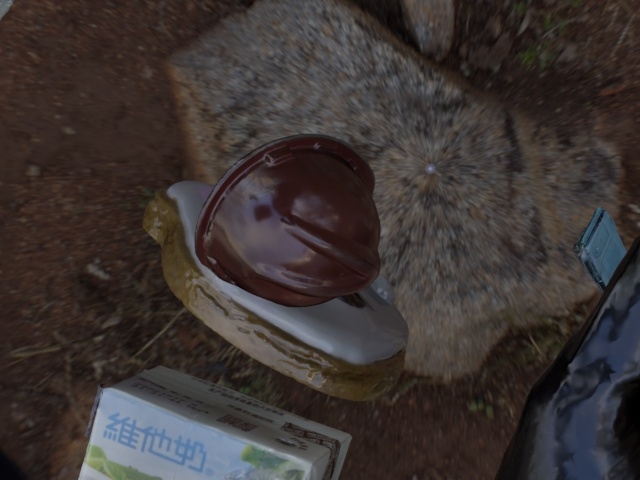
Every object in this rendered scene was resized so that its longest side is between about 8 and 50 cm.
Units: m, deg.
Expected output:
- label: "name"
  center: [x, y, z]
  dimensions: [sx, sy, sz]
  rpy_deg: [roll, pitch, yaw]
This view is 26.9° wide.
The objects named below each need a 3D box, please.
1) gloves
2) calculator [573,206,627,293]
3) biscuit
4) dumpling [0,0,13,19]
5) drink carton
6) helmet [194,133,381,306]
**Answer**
- label: "gloves"
  center: [0.198, 0.083, 0.686]
  dimensions: [0.197, 0.152, 0.301]
  rpy_deg: [41, 102, -17]
- label: "calculator"
  center: [0.283, 0.041, 1.274]
  dimensions: [0.018, 0.172, 0.057]
  rpy_deg: [12, 62, 42]
- label: "biscuit"
  center: [-0.020, 0.027, 0.855]
  dimensions: [0.181, 0.208, 0.049]
  rpy_deg: [24, 104, -22]
- label: "dumpling"
  center: [-0.242, -0.319, 0.974]
  dimensions: [0.260, 0.341, 0.181]
  rpy_deg: [-27, 125, 37]
- label: "drink carton"
  center: [-0.118, 0.292, 1.141]
  dimensions: [0.194, 0.132, 0.325]
  rpy_deg: [19, 100, 14]
- label: "helmet"
  center: [0.000, 0.000, 0.644]
  dimensions: [0.057, 0.111, 0.089]
  rpy_deg: [41, 113, 36]
